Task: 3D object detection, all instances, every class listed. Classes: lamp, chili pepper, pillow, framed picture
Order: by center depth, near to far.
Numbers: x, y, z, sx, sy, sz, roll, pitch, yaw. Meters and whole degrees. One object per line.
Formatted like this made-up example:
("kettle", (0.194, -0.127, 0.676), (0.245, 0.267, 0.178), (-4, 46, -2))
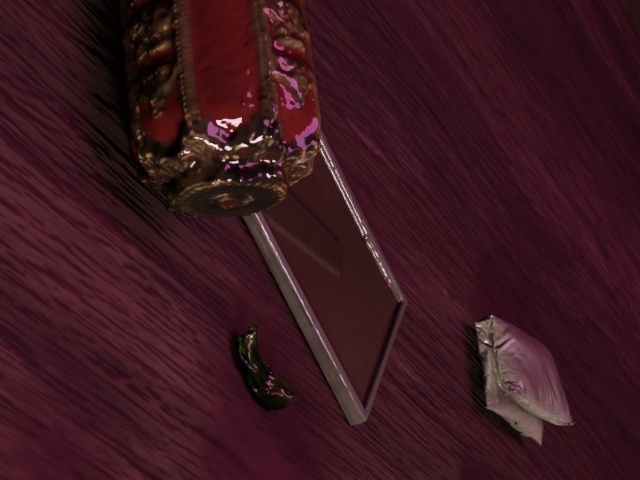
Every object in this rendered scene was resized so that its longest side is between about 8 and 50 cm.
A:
("lamp", (-0.087, -0.157, 1.212), (0.177, 0.177, 0.273), (28, 50, -58))
("chili pepper", (-0.054, 0.119, 1.288), (0.091, 0.034, 0.030), (62, -7, -22))
("framed picture", (0.000, 0.000, 1.485), (0.324, 0.020, 0.240), (62, 26, -22))
("pillow", (0.260, 0.179, 1.861), (0.181, 0.078, 0.134), (34, 42, -50))
